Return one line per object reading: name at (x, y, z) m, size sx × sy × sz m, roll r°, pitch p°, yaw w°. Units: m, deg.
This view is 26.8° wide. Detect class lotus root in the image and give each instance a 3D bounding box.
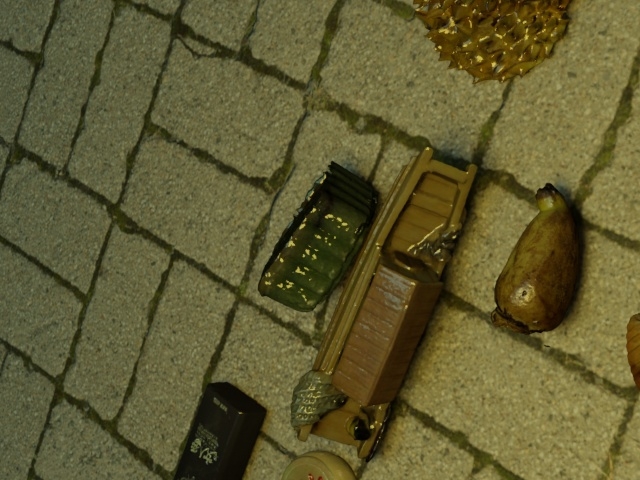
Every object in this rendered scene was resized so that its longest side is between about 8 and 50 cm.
lotus root at (0.276, 0.026, 1.657) m, size 0.095 × 0.108 × 0.190 m, roll 20°, pitch 86°, yaw 14°

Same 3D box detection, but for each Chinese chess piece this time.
Chinese chess piece at (-0.003, 0.359, 1.904) m, size 0.122 × 0.051 × 0.122 m, roll -5°, pitch 82°, yaw 41°

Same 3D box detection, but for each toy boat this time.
toy boat at (0.084, 0.085, 1.772) m, size 0.162 × 0.136 × 0.445 m, roll -100°, pitch 31°, yaw -73°

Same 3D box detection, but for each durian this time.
durian at (0.206, -0.306, 1.760) m, size 0.305 × 0.185 × 0.195 m, roll 26°, pitch 126°, yaw 32°

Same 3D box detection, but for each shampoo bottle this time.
shampoo bottle at (-0.176, 0.374, 2.046) m, size 0.098 × 0.071 × 0.309 m, roll 30°, pitch 108°, yaw 36°

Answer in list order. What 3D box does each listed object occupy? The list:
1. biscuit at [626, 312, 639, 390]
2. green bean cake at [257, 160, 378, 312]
biscuit at (0.454, 0.151, 1.532) m, size 0.229 × 0.031 × 0.176 m, roll -5°, pitch 83°, yaw 42°
green bean cake at (0.000, 0.000, 1.861) m, size 0.094 × 0.173 × 0.181 m, roll 32°, pitch 110°, yaw -5°
